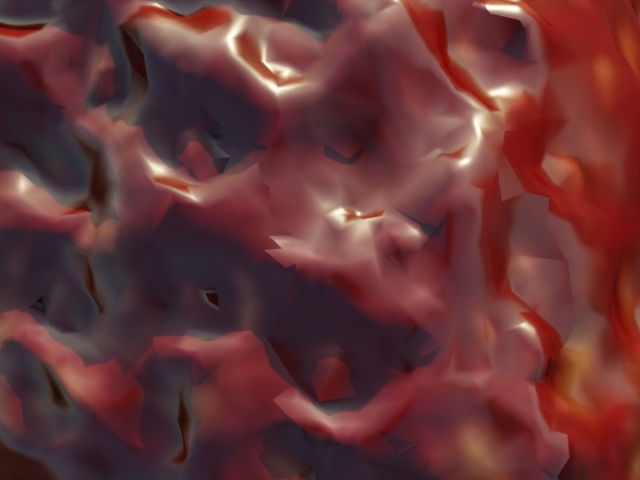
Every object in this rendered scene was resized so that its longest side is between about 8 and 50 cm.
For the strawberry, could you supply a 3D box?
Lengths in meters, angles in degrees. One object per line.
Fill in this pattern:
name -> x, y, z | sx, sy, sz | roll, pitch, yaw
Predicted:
strawberry -> 0.000, -0.012, 0.494 | 0.310, 0.292, 0.291 | 17, 83, 41
